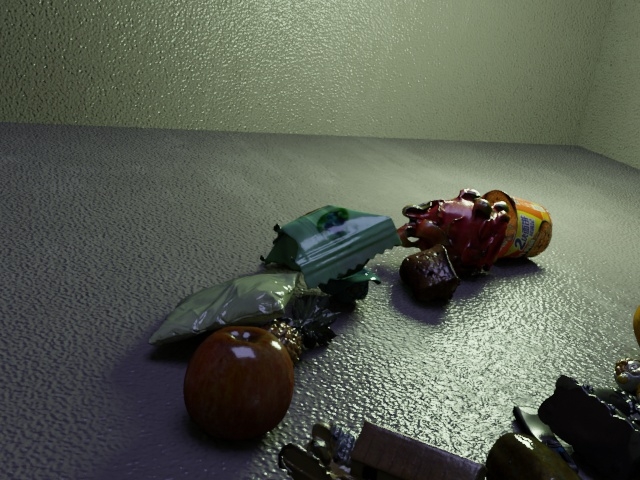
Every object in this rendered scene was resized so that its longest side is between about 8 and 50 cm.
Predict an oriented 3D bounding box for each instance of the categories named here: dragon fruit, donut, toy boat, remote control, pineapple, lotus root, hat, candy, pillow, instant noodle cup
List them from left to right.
[{"bbox_3d":[-0.189,0.130,1.722,0.280,0.076,0.274,-14,9,9],"label":"pillow"},{"bbox_3d":[-0.059,0.193,1.696,0.130,0.119,0.277,-32,-3,29],"label":"pineapple"},{"bbox_3d":[0.003,0.006,2.047,0.262,0.172,0.398,-20,5,-16],"label":"candy"},{"bbox_3d":[0.069,0.111,2.028,0.138,0.078,0.191,-8,13,-18],"label":"hat"},{"bbox_3d":[0.273,0.076,2.137,0.126,0.144,0.187,-16,50,-7],"label":"donut"},{"bbox_3d":[0.158,0.363,1.209,0.445,0.162,0.136,18,19,26],"label":"toy boat"},{"bbox_3d":[0.366,-0.025,2.317,0.307,0.228,0.243,-11,22,-37],"label":"dragon fruit"},{"bbox_3d":[0.572,-0.037,2.494,0.174,0.213,0.213,6,18,-30],"label":"instant noodle cup"},{"bbox_3d":[0.330,0.382,1.276,0.123,0.124,0.241,19,13,-28],"label":"lotus root"},{"bbox_3d":[0.404,0.359,1.523,0.059,0.028,0.212,4,20,-8],"label":"remote control"}]

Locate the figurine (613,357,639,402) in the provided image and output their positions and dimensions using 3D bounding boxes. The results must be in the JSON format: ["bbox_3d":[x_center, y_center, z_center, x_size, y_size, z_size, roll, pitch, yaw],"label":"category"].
[{"bbox_3d":[0.671,0.303,1.752,0.101,0.068,0.143,-14,41,-40],"label":"figurine"}]

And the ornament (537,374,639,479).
[{"bbox_3d":[0.562,0.348,1.539,0.260,0.106,0.251,14,19,-35],"label":"ornament"}]

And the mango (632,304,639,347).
[{"bbox_3d":[0.826,0.220,1.849,0.290,0.191,0.160,19,-3,43],"label":"mango"}]

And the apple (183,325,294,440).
[{"bbox_3d":[-0.137,0.238,1.427,0.188,0.174,0.188,9,17,-3],"label":"apple"}]
